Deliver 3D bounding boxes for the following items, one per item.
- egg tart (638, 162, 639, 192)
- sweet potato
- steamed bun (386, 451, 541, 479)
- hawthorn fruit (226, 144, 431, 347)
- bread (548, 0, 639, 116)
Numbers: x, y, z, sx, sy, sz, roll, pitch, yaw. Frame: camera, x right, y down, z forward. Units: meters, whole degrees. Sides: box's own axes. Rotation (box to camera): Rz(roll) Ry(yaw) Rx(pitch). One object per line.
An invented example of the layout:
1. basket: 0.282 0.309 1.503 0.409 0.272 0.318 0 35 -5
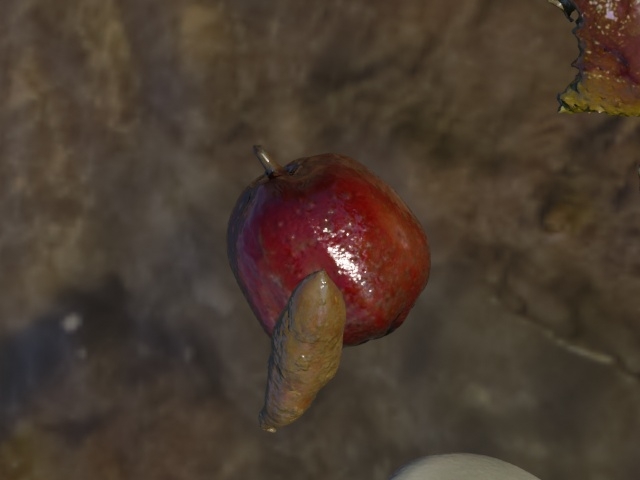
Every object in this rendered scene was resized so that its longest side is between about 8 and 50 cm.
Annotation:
1. egg tart: 0.397 -0.062 1.329 0.118 0.288 0.288 -178 93 -81
2. sweet potato: -0.014 0.091 1.332 0.060 0.068 0.206 25 130 4
3. steamed bun: 0.115 0.288 1.481 0.164 0.241 0.146 21 112 12
4. hawthorn fruit: 0.000 0.000 1.813 0.215 0.215 0.250 -24 97 39
5. bread: 0.162 -0.259 0.953 0.185 0.109 0.380 10 110 18
